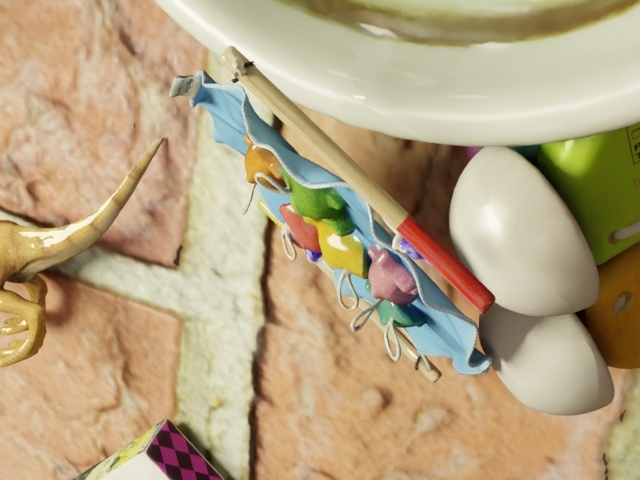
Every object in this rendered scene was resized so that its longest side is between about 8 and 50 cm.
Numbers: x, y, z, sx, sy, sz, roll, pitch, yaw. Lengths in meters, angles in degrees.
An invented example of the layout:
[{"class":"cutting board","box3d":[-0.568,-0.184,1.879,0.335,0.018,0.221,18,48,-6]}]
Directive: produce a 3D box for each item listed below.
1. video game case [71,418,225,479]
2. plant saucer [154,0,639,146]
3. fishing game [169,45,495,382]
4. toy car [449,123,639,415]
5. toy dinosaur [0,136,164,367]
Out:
[{"class":"video game case","box3d":[-0.093,0.248,0.936,0.210,0.042,0.232,-34,102,36]},{"class":"plant saucer","box3d":[0.061,-0.239,0.514,0.400,0.100,0.401,10,112,27]},{"class":"fishing game","box3d":[0.000,0.000,0.637,0.041,0.264,0.189,-44,85,-7]},{"class":"toy car","box3d":[0.122,-0.027,0.620,0.136,0.159,0.182,53,171,38]},{"class":"toy dinosaur","box3d":[-0.179,0.010,0.819,0.211,0.064,0.112,-2,117,25]}]
